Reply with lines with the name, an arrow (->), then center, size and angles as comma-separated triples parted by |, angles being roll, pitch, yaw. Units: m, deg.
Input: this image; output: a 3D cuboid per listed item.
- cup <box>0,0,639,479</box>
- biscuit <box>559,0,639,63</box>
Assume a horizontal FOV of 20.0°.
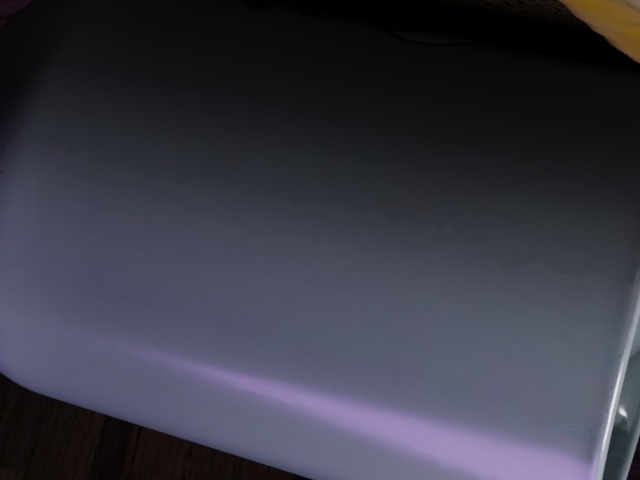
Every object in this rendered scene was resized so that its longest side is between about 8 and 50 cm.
cup -> 0.000, 0.000, 0.792 | 0.312, 0.205, 0.205 | 15, 171, 14
biscuit -> 0.079, -0.099, 0.547 | 0.208, 0.047, 0.164 | 19, 169, -23
